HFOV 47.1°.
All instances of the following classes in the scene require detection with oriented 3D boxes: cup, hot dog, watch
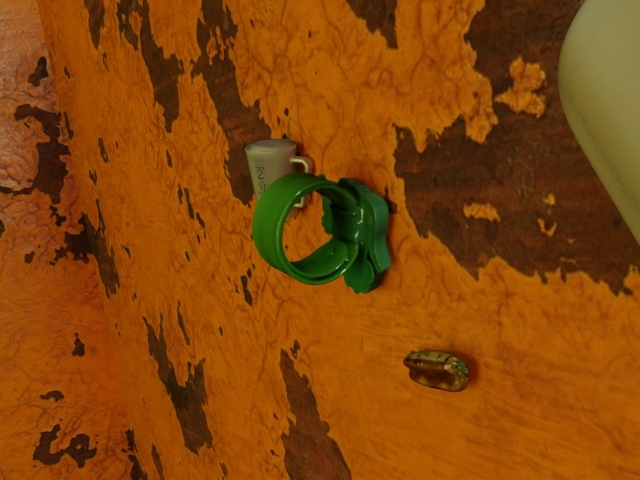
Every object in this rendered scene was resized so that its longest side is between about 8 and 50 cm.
[{"bbox_3d":[-0.054,-0.090,1.072,0.104,0.074,0.116,6,113,30],"label":"cup"},{"bbox_3d":[0.137,0.149,0.860,0.122,0.037,0.049,-3,111,67],"label":"hot dog"},{"bbox_3d":[0.000,0.000,0.917,0.131,0.152,0.165,25,122,52],"label":"watch"}]

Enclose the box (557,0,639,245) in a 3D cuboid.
[{"bbox_3d":[0.279,-0.065,0.369,0.288,0.141,0.348,-58,44,49],"label":"box"}]
